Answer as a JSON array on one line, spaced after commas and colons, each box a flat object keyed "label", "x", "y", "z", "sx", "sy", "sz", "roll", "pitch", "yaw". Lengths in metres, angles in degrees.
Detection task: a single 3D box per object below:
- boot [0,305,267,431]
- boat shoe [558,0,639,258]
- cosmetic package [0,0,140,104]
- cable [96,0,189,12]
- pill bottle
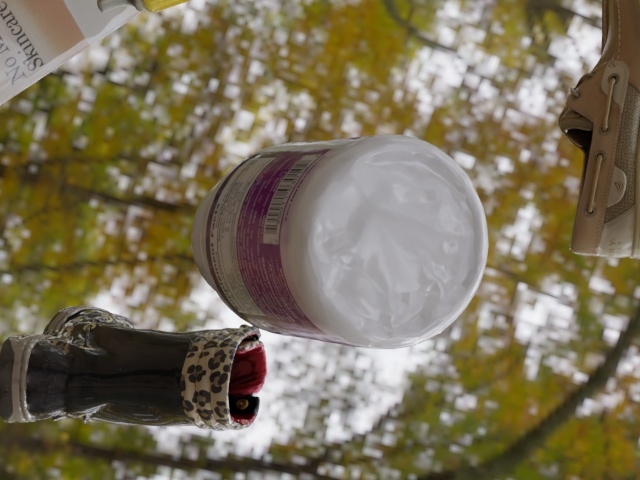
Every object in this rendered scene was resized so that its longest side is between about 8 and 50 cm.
[{"label": "boot", "x": -0.207, "y": 0.155, "z": 2.209, "sx": 0.377, "sy": 0.284, "sz": 0.138, "roll": -4, "pitch": 94, "yaw": -79}, {"label": "boat shoe", "x": 0.325, "y": -0.144, "z": 2.026, "sx": 0.121, "sy": 0.110, "sz": 0.341, "roll": 85, "pitch": 7, "yaw": -66}, {"label": "cosmetic package", "x": -0.320, "y": -0.233, "z": 1.746, "sx": 0.296, "sy": 0.153, "sz": 0.129, "roll": -35, "pitch": -143, "yaw": -6}, {"label": "cable", "x": -0.018, "y": -0.224, "z": 1.280, "sx": 0.139, "sy": 0.287, "sz": 0.072, "roll": -74, "pitch": 154, "yaw": -50}, {"label": "pill bottle", "x": 0.000, "y": 0.000, "z": 1.508, "sx": 0.301, "sy": 0.169, "sz": 0.169, "roll": 2, "pitch": -103, "yaw": 67}]
